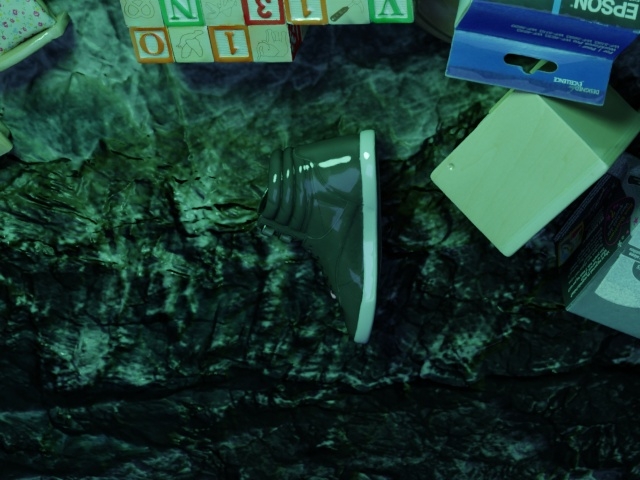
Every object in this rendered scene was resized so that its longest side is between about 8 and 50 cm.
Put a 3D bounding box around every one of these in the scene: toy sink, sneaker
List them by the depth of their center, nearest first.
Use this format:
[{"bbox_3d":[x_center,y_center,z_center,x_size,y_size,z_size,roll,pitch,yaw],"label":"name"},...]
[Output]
[{"bbox_3d":[0.244,-0.112,1.165,0.131,0.234,0.153,47,126,4],"label":"toy sink"},{"bbox_3d":[0.000,0.000,1.313,0.147,0.104,0.295,0,123,5],"label":"sneaker"}]

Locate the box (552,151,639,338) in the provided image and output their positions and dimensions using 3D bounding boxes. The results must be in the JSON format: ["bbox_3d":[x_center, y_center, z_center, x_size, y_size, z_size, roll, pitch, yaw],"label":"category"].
[{"bbox_3d":[0.432,0.030,1.283,0.247,0.142,0.163,21,128,-14],"label":"box"}]

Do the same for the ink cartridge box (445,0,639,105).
[{"bbox_3d":[0.227,-0.298,0.976,0.166,0.065,0.332,9,99,-5],"label":"ink cartridge box"}]

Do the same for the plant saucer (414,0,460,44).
[{"bbox_3d":[0.194,-0.306,1.088,0.278,0.041,0.277,2,130,2],"label":"plant saucer"}]

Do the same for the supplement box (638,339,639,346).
[{"bbox_3d":[0.469,0.132,1.421,0.083,0.055,0.043,-33,121,27],"label":"supplement box"}]

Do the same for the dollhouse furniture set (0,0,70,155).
[{"bbox_3d":[-0.386,-0.186,1.130,0.356,0.173,0.303,-24,125,21],"label":"dollhouse furniture set"}]

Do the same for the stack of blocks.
[{"bbox_3d":[-0.050,-0.273,1.070,0.297,0.087,0.171,1,129,13],"label":"stack of blocks"}]
